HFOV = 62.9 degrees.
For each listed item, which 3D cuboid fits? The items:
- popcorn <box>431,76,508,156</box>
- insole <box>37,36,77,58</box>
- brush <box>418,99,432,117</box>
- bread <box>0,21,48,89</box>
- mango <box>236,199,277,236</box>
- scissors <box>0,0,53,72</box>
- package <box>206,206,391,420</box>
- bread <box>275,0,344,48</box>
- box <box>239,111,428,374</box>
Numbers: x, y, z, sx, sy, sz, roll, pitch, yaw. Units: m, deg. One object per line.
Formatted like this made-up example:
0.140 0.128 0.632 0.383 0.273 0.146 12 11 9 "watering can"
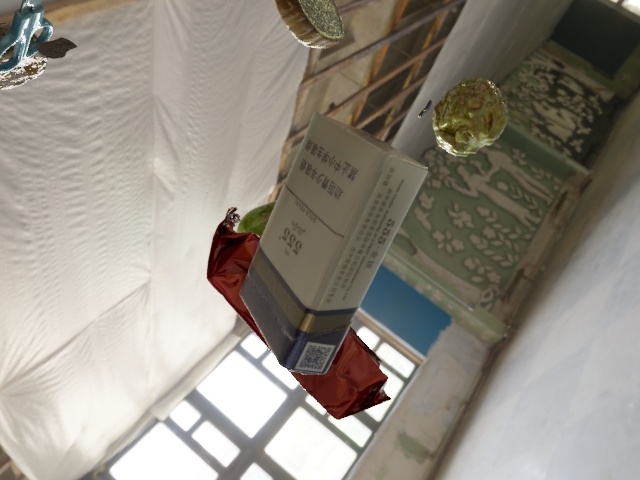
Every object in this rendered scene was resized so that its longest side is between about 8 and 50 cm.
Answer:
0.416 -0.346 1.489 0.234 0.181 0.217 -66 23 -5 "popcorn"
-0.483 -0.356 0.963 0.002 0.045 0.135 -52 19 23 "insole"
0.196 -0.245 0.976 0.083 0.008 0.024 -48 -22 -52 "brush"
-0.887 -0.520 1.465 0.230 0.122 0.230 -28 4 2 "bread"
-0.102 -0.021 1.415 0.273 0.149 0.185 -16 -46 -31 "mango"
-0.641 -0.535 1.162 0.447 0.029 0.192 -32 21 48 "scissors"
-0.048 0.126 0.912 0.123 0.423 0.196 -42 -3 -3 "package"
-0.032 -0.595 1.330 0.070 0.236 0.236 -18 10 32 "bread"
0.000 0.000 0.596 0.071 0.168 0.259 13 -70 -33 "box"
